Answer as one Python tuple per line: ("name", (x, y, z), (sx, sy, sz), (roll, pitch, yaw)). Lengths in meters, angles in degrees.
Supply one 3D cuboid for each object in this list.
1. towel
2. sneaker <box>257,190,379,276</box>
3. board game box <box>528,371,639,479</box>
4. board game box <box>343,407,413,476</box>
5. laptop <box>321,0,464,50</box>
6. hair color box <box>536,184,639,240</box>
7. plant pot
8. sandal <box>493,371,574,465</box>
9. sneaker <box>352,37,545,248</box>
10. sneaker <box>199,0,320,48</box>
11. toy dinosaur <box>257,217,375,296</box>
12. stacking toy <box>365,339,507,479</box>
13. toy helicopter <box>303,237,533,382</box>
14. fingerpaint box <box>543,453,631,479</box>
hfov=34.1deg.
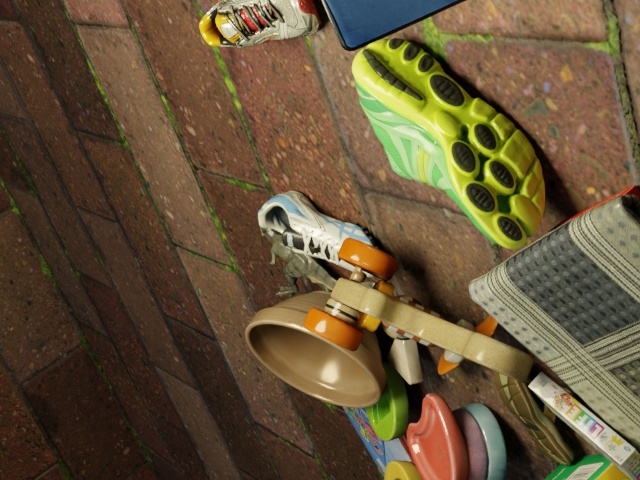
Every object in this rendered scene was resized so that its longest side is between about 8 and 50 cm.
("towel", (0.350, 0.107, 1.117), (0.324, 0.056, 0.312), (43, 151, -2))
("sneaker", (0.000, 0.000, 1.574), (0.237, 0.086, 0.085), (31, 143, 38))
("board game box", (0.334, 0.233, 1.286), (0.154, 0.026, 0.103), (41, 179, 41))
("board game box", (0.125, 0.366, 1.860), (0.281, 0.027, 0.145), (60, 152, -11))
("laptop", (0.139, -0.373, 0.734), (0.408, 0.236, 0.382), (6, 127, 57))
("hair color box", (0.302, -0.001, 1.117), (0.072, 0.043, 0.141), (54, 153, -1))
("plant pot", (0.009, 0.158, 1.659), (0.237, 0.110, 0.237), (23, 150, 14))
("sandal", (0.291, 0.225, 1.399), (0.180, 0.049, 0.072), (53, 163, -16))
("sneaker", (0.148, -0.108, 1.199), (0.295, 0.109, 0.123), (52, 164, 20))
("sneaker", (-0.080, -0.286, 1.360), (0.225, 0.092, 0.088), (2, 123, 58))
("toy dinosaur", (-0.021, 0.053, 1.702), (0.268, 0.064, 0.118), (33, 140, 31))
("stacking toy", (0.186, 0.292, 1.641), (0.309, 0.130, 0.279), (118, 140, -58))
("toy helicopter", (0.157, 0.126, 1.374), (0.235, 0.140, 0.355), (29, 175, -31))
("fingerpaint box", (0.310, 0.545, 1.292), (0.371, 0.445, 0.163), (53, 155, 2))
